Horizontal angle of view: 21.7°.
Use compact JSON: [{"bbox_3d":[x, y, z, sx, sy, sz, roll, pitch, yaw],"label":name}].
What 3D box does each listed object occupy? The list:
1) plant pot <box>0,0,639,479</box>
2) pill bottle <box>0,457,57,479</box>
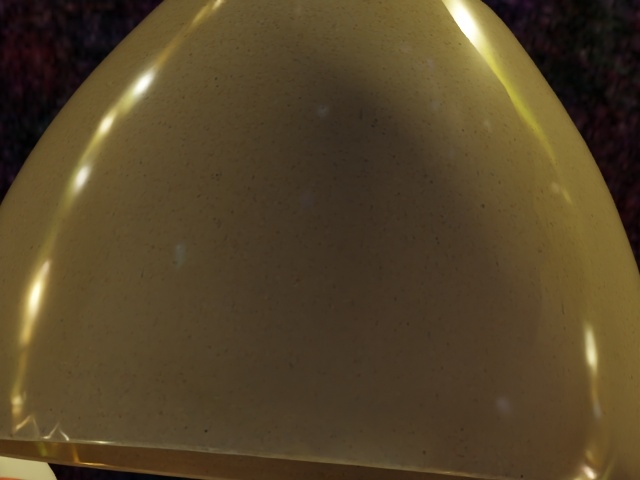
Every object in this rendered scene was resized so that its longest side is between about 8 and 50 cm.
[{"bbox_3d":[0.000,0.000,0.663,0.284,0.284,0.191,6,80,-2],"label":"plant pot"},{"bbox_3d":[-0.161,0.255,0.715,0.181,0.181,0.323,-15,64,-16],"label":"pill bottle"}]
